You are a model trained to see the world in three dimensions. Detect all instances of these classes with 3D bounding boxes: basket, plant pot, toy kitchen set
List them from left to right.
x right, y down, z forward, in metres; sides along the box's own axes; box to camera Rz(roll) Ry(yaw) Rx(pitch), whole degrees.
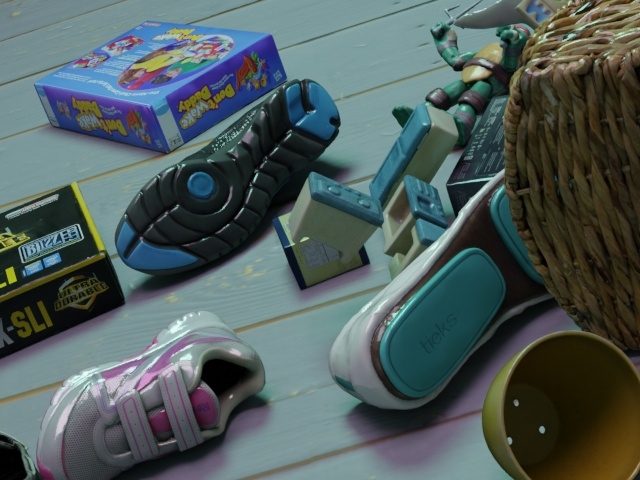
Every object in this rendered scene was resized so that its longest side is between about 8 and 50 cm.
[{"bbox_3d":[0.056,-0.069,1.596,0.122,0.166,0.207,-59,20,25],"label":"toy kitchen set"},{"bbox_3d":[0.182,0.143,1.214,0.134,0.134,0.095,-32,3,-23],"label":"plant pot"},{"bbox_3d":[0.288,-0.079,1.357,0.214,0.299,0.223,-9,30,24],"label":"basket"}]

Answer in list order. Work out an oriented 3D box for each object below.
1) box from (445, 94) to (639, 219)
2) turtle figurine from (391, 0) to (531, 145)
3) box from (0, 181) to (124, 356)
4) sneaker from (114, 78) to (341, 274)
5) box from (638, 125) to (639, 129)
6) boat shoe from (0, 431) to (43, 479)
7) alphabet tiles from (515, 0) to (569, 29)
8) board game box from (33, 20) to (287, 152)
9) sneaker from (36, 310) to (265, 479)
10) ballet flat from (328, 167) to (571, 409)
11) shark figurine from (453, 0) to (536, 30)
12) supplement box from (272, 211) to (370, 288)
[{"bbox_3d":[0.259,-0.102,1.697,0.183,0.059,0.232,-8,27,24],"label":"box"},{"bbox_3d":[0.201,-0.222,1.908,0.234,0.118,0.175,-52,21,-23],"label":"turtle figurine"},{"bbox_3d":[-0.414,0.060,1.839,0.322,0.079,0.257,-23,28,-7],"label":"box"},{"bbox_3d":[-0.117,-0.061,1.859,0.341,0.125,0.140,-38,4,-28],"label":"sneaker"},{"bbox_3d":[0.452,-0.180,1.596,0.220,0.051,0.175,-56,27,-11],"label":"box"},{"bbox_3d":[-0.313,0.215,1.467,0.078,0.070,0.219,-31,28,-22],"label":"boat shoe"},{"bbox_3d":[0.350,-0.225,1.719,0.198,0.237,0.009,-45,-3,-42],"label":"alphabet tiles"},{"bbox_3d":[-0.249,-0.242,2.308,0.233,0.078,0.347,-34,29,-28],"label":"board game box"},{"bbox_3d":[-0.155,0.154,1.438,0.252,0.103,0.111,-37,29,-30],"label":"sneaker"},{"bbox_3d":[0.152,0.024,1.469,0.400,0.139,0.139,-38,31,-31],"label":"ballet flat"},{"bbox_3d":[0.292,-0.205,1.799,0.116,0.278,0.166,-52,53,19],"label":"shark figurine"},{"bbox_3d":[0.000,0.000,1.682,0.083,0.056,0.083,-21,26,-2],"label":"supplement box"}]
